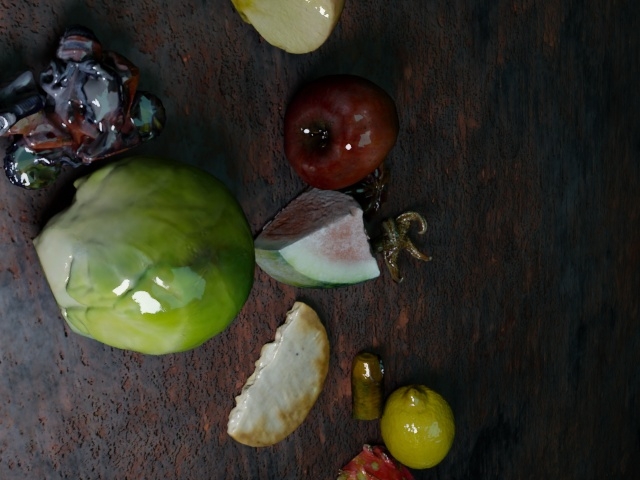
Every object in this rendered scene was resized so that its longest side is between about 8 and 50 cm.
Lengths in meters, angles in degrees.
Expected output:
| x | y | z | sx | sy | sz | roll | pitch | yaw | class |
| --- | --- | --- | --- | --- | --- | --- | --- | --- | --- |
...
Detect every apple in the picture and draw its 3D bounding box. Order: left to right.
| x | y | z | sx | sy | sz | roll | pitch | yaw | class |
| --- | --- | --- | --- | --- | --- | --- | --- | --- | --- |
| -0.066 | -0.491 | 1.465 | 0.252 | 0.314 | 0.309 | -31 | 129 | 15 | apple |
| 0.042 | -0.214 | 1.631 | 0.234 | 0.234 | 0.233 | -16 | 112 | -44 | apple |

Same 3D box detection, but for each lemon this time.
| x | y | z | sx | sy | sz | roll | pitch | yaw | class |
| --- | --- | --- | --- | --- | --- | --- | --- | --- | --- |
| 0.234 | 0.447 | 2.045 | 0.187 | 0.187 | 0.244 | -35 | 131 | -36 | lemon |

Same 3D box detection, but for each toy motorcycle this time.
| x | y | z | sx | sy | sz | roll | pitch | yaw | class |
| --- | --- | --- | --- | --- | --- | --- | --- | --- | --- |
| -0.396 | -0.183 | 1.223 | 0.401 | 0.134 | 0.207 | -33 | 123 | -39 | toy motorcycle |

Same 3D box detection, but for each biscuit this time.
| x | y | z | sx | sy | sz | roll | pitch | yaw | class |
| --- | --- | --- | --- | --- | --- | --- | --- | --- | --- |
| -0.072 | 0.295 | 1.777 | 0.204 | 0.040 | 0.308 | 44 | 69 | -44 | biscuit |

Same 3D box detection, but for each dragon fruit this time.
| x | y | z | sx | sy | sz | roll | pitch | yaw | class |
| --- | --- | --- | --- | --- | --- | --- | --- | --- | --- |
| 0.165 | 0.584 | 2.052 | 0.161 | 0.126 | 0.274 | -57 | 136 | -19 | dragon fruit |

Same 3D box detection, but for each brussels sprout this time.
| x | y | z | sx | sy | sz | roll | pitch | yaw | class |
| --- | --- | --- | --- | --- | --- | --- | --- | --- | --- |
| -0.267 | 0.030 | 1.337 | 0.344 | 0.268 | 0.344 | 7 | 64 | -15 | brussels sprout |

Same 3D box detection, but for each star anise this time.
| x | y | z | sx | sy | sz | roll | pitch | yaw | class |
| --- | --- | --- | --- | --- | --- | --- | --- | --- | --- |
| 0.108 | -0.117 | 1.846 | 0.168 | 0.057 | 0.167 | -15 | 112 | -43 | star anise |

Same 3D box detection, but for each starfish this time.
| x | y | z | sx | sy | sz | roll | pitch | yaw | class |
| --- | --- | --- | --- | --- | --- | --- | --- | --- | --- |
| 0.175 | 0.016 | 1.942 | 0.190 | 0.074 | 0.146 | -19 | 113 | -43 | starfish |

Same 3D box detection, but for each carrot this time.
| x | y | z | sx | sy | sz | roll | pitch | yaw | class |
| --- | --- | --- | --- | --- | --- | --- | --- | --- | --- |
| 0.108 | 0.342 | 1.957 | 0.082 | 0.082 | 0.173 | -19 | 114 | -43 | carrot |

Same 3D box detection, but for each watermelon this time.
| x | y | z | sx | sy | sz | roll | pitch | yaw | class |
| --- | --- | --- | --- | --- | --- | --- | --- | --- | --- |
| 0.000 | 0.000 | 1.721 | 0.310 | 0.193 | 0.231 | 25 | 102 | -35 | watermelon |
